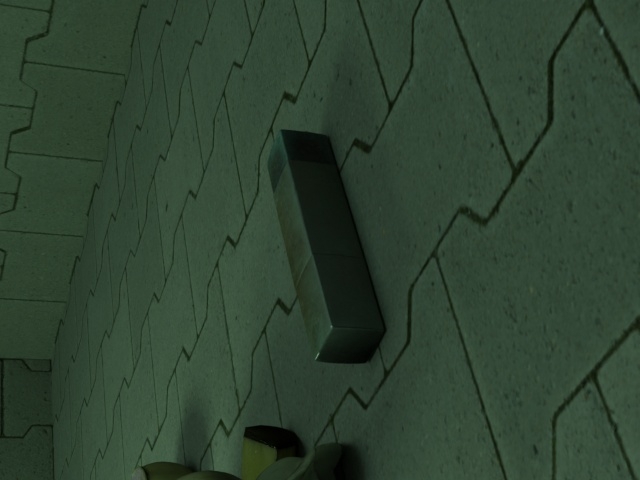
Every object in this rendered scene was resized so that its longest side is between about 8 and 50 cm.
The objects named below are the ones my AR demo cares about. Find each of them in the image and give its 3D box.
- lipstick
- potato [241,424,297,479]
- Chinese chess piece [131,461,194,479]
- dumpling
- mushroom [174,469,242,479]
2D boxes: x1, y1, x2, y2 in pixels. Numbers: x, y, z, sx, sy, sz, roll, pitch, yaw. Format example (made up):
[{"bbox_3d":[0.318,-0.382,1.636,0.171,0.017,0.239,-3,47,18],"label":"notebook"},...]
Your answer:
[{"bbox_3d":[0.000,0.000,1.509,0.371,0.080,0.076,-106,30,-41],"label":"lipstick"},{"bbox_3d":[-0.073,0.336,1.644,0.096,0.066,0.103,23,106,54],"label":"potato"},{"bbox_3d":[-0.310,0.567,2.162,0.270,0.112,0.270,-174,90,-70],"label":"Chinese chess piece"},{"bbox_3d":[-0.027,0.340,1.470,0.151,0.124,0.229,-53,-13,-40],"label":"dumpling"},{"bbox_3d":[-0.167,0.491,1.714,0.254,0.234,0.260,-19,22,37],"label":"mushroom"}]
